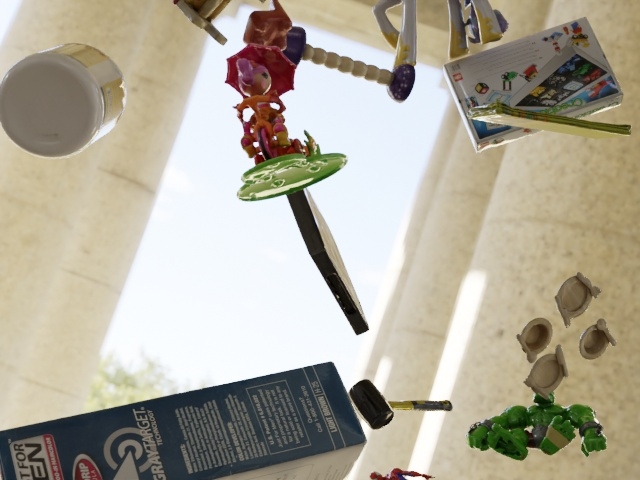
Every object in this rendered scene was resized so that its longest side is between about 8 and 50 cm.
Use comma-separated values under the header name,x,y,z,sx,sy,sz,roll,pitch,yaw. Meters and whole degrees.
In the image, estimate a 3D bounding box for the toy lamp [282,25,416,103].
name,x,y,z,sx,sy,sz,roll,pitch,yaw
toy lamp,0.024,-0.297,1.838,0.275,0.080,0.080,16,-11,-23

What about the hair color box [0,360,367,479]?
name,x,y,z,sx,sy,sz,roll,pitch,yaw
hair color box,-0.144,0.236,1.107,0.347,0.105,0.174,-10,-35,-22

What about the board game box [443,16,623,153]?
name,x,y,z,sx,sy,sz,roll,pitch,yaw
board game box,0.421,-0.312,2.191,0.305,0.193,0.053,-18,-22,0

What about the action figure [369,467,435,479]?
name,x,y,z,sx,sy,sz,roll,pitch,yaw
action figure,0.106,0.263,1.150,0.115,0.038,0.030,14,-12,19

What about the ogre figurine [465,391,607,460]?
name,x,y,z,sx,sy,sz,roll,pitch,yaw
ogre figurine,0.321,0.274,1.606,0.197,0.097,0.118,-26,3,28

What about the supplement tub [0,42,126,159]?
name,x,y,z,sx,sy,sz,roll,pitch,yaw
supplement tub,-0.354,-0.199,1.538,0.144,0.144,0.199,19,15,-2

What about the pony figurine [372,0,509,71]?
name,x,y,z,sx,sy,sz,roll,pitch,yaw
pony figurine,0.232,-0.542,2.149,0.351,0.363,0.303,-18,0,5

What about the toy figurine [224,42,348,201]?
name,x,y,z,sx,sy,sz,roll,pitch,yaw
toy figurine,-0.061,-0.140,1.197,0.130,0.159,0.173,-22,-8,13

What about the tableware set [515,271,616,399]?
name,x,y,z,sx,sy,sz,roll,pitch,yaw
tableware set,0.340,0.136,1.540,0.020,0.169,0.141,32,-22,57

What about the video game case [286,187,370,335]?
name,x,y,z,sx,sy,sz,roll,pitch,yaw
video game case,0.000,0.000,1.965,0.035,0.275,0.248,-25,-43,3

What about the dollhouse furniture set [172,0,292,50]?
name,x,y,z,sx,sy,sz,roll,pitch,yaw
dollhouse furniture set,-0.037,-0.443,1.602,0.201,0.374,0.152,32,16,-53

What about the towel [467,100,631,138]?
name,x,y,z,sx,sy,sz,roll,pitch,yaw
towel,0.350,-0.183,1.684,0.237,0.021,0.102,7,1,-20

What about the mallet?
name,x,y,z,sx,sy,sz,roll,pitch,yaw
mallet,0.107,0.209,1.438,0.190,0.039,0.062,4,38,-54
